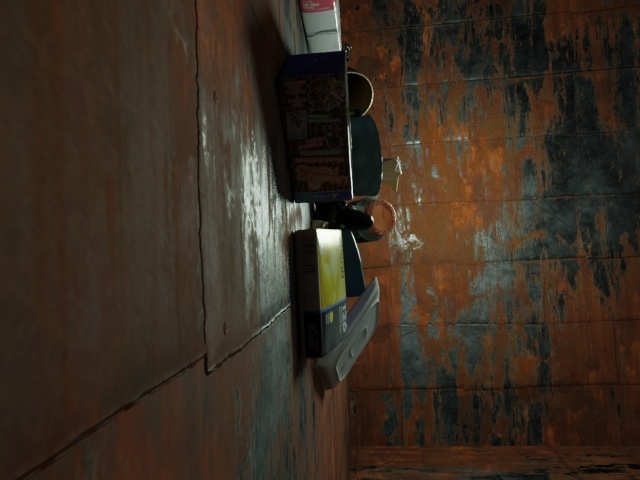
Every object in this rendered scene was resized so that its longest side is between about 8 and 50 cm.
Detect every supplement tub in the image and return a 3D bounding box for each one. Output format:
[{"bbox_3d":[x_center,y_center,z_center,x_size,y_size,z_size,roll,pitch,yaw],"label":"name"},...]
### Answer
[{"bbox_3d":[0.179,-0.085,1.850,0.316,0.194,0.193,-10,-99,62],"label":"supplement tub"}]

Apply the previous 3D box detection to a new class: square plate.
[{"bbox_3d":[0.112,0.334,1.408,0.344,0.049,0.347,-53,156,-23],"label":"square plate"}]

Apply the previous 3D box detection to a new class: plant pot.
[{"bbox_3d":[0.071,0.082,1.479,0.165,0.166,0.234,27,57,-84],"label":"plant pot"},{"bbox_3d":[0.096,-0.715,1.940,0.254,0.237,0.237,-107,-174,-46],"label":"plant pot"},{"bbox_3d":[0.087,-0.294,1.494,0.293,0.196,0.292,173,-90,-83],"label":"plant pot"}]

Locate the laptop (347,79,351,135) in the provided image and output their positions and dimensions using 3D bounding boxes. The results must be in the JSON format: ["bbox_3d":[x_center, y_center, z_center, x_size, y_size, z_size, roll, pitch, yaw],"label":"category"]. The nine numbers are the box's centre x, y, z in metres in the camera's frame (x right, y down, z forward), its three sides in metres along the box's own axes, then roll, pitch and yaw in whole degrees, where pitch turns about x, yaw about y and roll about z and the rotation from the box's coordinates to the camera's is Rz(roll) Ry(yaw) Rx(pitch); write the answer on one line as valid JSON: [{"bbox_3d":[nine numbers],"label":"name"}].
[{"bbox_3d":[0.019,-0.426,1.291,0.137,0.264,0.234,-37,133,-37],"label":"laptop"}]

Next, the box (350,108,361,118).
[{"bbox_3d":[0.083,-0.476,1.738,0.190,0.184,0.045,66,24,-73],"label":"box"}]

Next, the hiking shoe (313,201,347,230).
[{"bbox_3d":[0.033,-0.140,1.408,0.086,0.114,0.226,-72,158,-76],"label":"hiking shoe"}]

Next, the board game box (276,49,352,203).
[{"bbox_3d":[0.000,-0.273,0.993,0.232,0.141,0.290,-85,170,-55],"label":"board game box"}]

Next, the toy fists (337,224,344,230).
[{"bbox_3d":[0.061,0.000,1.752,0.142,0.096,0.279,-119,-157,-74],"label":"toy fists"}]

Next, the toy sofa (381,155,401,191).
[{"bbox_3d":[0.205,-0.355,2.028,0.150,0.363,0.177,-85,176,-51],"label":"toy sofa"}]

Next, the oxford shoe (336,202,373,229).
[{"bbox_3d":[0.101,-0.099,1.479,0.096,0.227,0.082,-42,132,-32],"label":"oxford shoe"}]

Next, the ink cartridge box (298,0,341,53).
[{"bbox_3d":[0.001,-0.789,1.381,0.283,0.117,0.207,63,25,-75],"label":"ink cartridge box"}]

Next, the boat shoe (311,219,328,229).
[{"bbox_3d":[0.000,0.000,1.287,0.063,0.059,0.170,81,9,-50],"label":"boat shoe"}]

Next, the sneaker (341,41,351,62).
[{"bbox_3d":[0.020,-0.774,1.708,0.276,0.135,0.097,-40,144,-54],"label":"sneaker"}]

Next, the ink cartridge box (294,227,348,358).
[{"bbox_3d":[0.022,0.121,1.097,0.307,0.072,0.303,-4,90,-69],"label":"ink cartridge box"}]
